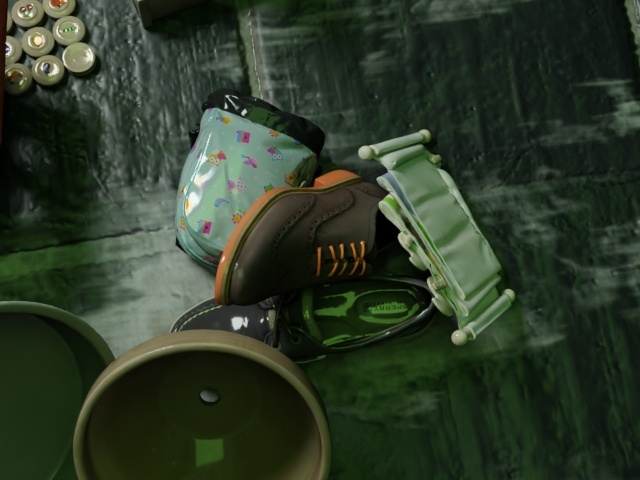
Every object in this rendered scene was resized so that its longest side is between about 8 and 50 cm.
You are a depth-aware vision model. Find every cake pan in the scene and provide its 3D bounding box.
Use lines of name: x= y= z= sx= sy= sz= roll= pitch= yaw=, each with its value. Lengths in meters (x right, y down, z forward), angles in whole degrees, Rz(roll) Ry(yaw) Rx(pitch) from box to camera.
cake pan: x=-0.315 y=0.183 z=0.920 sx=0.054 sy=0.293 sz=0.293 roll=26 pitch=71 yaw=42

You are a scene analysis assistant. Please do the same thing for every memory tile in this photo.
memory tile: x=-0.335 y=-0.218 z=1.142 sx=0.148 sy=0.012 sz=0.113 roll=-19 pitch=77 yaw=-9

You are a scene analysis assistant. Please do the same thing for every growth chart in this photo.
growth chart: x=0.123 y=-0.011 z=1.059 sx=0.172 sy=0.021 sz=0.237 roll=-13 pitch=73 yaw=-54

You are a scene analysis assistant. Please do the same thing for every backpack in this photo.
backpack: x=-0.086 y=-0.056 z=1.063 sx=0.152 sy=0.115 sz=0.182 roll=21 pitch=77 yaw=-1

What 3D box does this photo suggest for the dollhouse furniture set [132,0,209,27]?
dollhouse furniture set: x=-0.161 y=-0.346 z=1.099 sx=0.129 sy=0.183 sz=0.129 roll=-21 pitch=77 yaw=-9

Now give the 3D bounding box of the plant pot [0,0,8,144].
plant pot: x=-0.450 y=-0.162 z=0.983 sx=0.236 sy=0.267 sz=0.267 roll=10 pitch=70 yaw=-38

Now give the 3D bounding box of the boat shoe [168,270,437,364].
boat shoe: x=-0.016 y=0.078 z=1.041 sx=0.285 sy=0.092 sz=0.102 roll=-7 pitch=75 yaw=-6

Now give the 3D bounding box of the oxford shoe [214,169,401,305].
oxford shoe: x=0.000 y=0.000 z=0.990 sx=0.098 sy=0.097 sz=0.271 roll=23 pitch=33 yaw=25

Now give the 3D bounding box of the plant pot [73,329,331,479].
plant pot: x=-0.110 y=0.176 z=0.976 sx=0.237 sy=0.109 sz=0.237 roll=-1 pitch=114 yaw=-3
